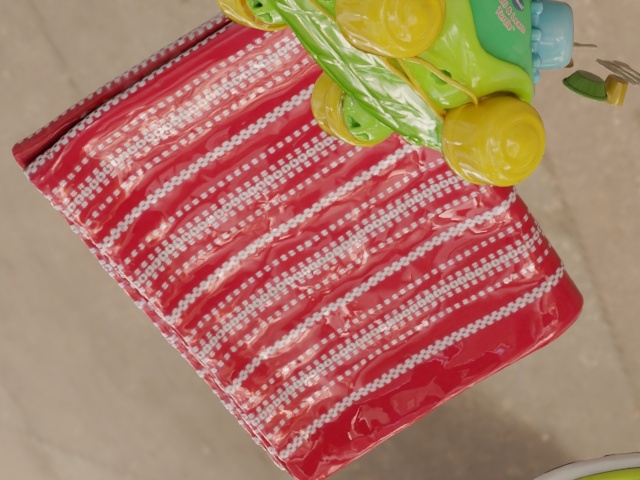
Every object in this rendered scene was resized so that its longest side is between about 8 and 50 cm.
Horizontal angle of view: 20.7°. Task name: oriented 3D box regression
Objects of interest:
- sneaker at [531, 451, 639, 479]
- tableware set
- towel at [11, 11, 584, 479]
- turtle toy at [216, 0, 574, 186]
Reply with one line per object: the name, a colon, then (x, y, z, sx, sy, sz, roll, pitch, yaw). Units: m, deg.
sneaker: (0.147, 0.141, 0.647, 0.300, 0.121, 0.111, -28, 104, 36)
tableware set: (0.184, -0.147, 1.392, 0.154, 0.104, 0.024, 39, 118, 35)
towel: (0.000, 0.000, 0.896, 0.275, 0.199, 0.031, 53, -170, -36)
turtle toy: (0.019, -0.074, 0.475, 0.130, 0.066, 0.095, 49, 166, -31)
